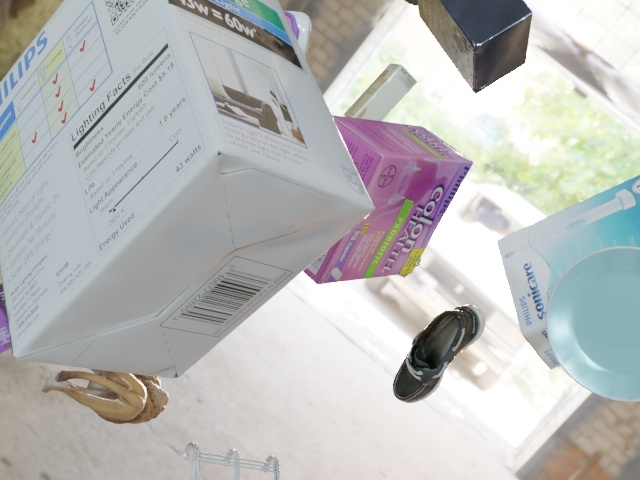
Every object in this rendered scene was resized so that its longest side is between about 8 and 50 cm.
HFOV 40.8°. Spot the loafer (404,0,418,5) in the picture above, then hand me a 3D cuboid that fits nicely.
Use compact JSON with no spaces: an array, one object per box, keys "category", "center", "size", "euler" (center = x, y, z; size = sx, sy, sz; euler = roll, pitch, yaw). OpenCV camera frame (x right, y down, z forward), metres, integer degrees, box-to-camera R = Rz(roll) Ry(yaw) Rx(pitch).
[{"category":"loafer","center":[0.207,-0.485,1.415],"size":[0.094,0.087,0.251],"euler":[18,-23,-22]}]

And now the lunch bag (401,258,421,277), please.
[{"category":"lunch bag","center":[0.161,0.031,1.760],"size":[0.053,0.071,0.083],"euler":[-37,84,-35]}]

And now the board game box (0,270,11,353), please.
[{"category":"board game box","center":[-0.534,0.097,1.250],"size":[0.056,0.347,0.208],"euler":[50,-15,53]}]

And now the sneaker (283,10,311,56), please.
[{"category":"sneaker","center":[-0.113,-0.343,1.401],"size":[0.105,0.095,0.236],"euler":[4,10,-32]}]

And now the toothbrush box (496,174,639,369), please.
[{"category":"toothbrush box","center":[0.460,0.047,1.398],"size":[0.126,0.295,0.216],"euler":[47,26,-38]}]

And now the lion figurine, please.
[{"category":"lion figurine","center":[-0.403,0.294,1.668],"size":[0.240,0.142,0.392],"euler":[31,-7,-10]}]

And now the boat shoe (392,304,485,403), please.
[{"category":"boat shoe","center":[0.241,0.255,1.920],"size":[0.091,0.302,0.114],"euler":[0,40,-47]}]

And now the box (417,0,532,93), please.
[{"category":"box","center":[0.209,-0.314,1.190],"size":[0.158,0.093,0.156],"euler":[60,2,16]}]

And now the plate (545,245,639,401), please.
[{"category":"plate","center":[0.370,0.100,1.045],"size":[0.188,0.188,0.024],"euler":[44,19,21]}]

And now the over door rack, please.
[{"category":"over door rack","center":[-0.190,0.620,1.910],"size":[0.240,0.108,0.324],"euler":[17,38,-30]}]

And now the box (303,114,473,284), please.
[{"category":"box","center":[0.078,-0.059,1.279],"size":[0.117,0.213,0.243],"euler":[41,26,30]}]

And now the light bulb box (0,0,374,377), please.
[{"category":"light bulb box","center":[-0.187,-0.094,0.977],"size":[0.225,0.358,0.361],"euler":[18,41,-46]}]

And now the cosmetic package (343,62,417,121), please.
[{"category":"cosmetic package","center":[0.094,-0.226,1.365],"size":[0.041,0.115,0.060],"euler":[43,0,-19]}]
